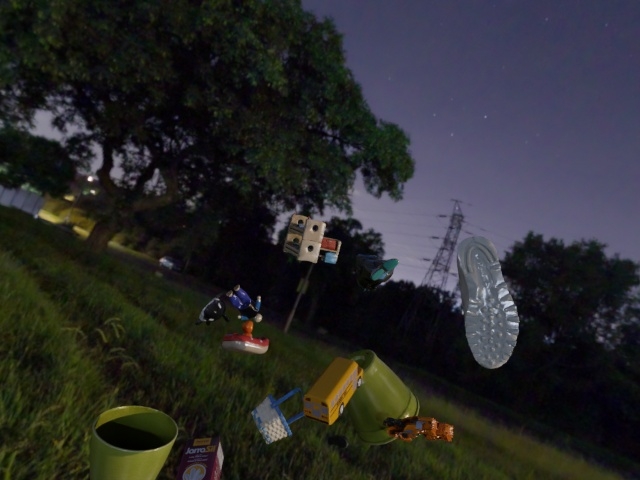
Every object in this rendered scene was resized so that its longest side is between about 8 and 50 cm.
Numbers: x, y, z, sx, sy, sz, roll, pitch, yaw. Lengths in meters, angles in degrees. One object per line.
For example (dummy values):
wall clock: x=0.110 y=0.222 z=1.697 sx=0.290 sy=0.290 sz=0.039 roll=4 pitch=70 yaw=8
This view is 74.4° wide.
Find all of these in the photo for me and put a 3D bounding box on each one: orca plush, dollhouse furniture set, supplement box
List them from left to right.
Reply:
supplement box: x=-0.347 y=0.668 z=1.208 sx=0.104 sy=0.081 sz=0.188 roll=-5 pitch=22 yaw=-1
orca plush: x=-0.411 y=0.303 z=1.658 sx=0.102 sy=0.151 sz=0.287 roll=40 pitch=-33 yaw=-2
dollhouse furniture set: x=0.000 y=0.000 z=1.337 sx=0.183 sy=0.129 sz=0.129 roll=12 pitch=5 yaw=-27

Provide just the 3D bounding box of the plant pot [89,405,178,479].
plant pot: x=-0.668 y=0.774 z=1.446 sx=0.274 sy=0.294 sz=0.275 roll=17 pitch=3 yaw=-1

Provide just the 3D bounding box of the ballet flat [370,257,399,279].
ballet flat: x=0.218 y=0.092 z=1.450 sx=0.041 sy=0.114 sz=0.041 roll=47 pitch=17 yaw=-19

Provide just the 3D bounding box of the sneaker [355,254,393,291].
sneaker: x=0.212 y=0.140 z=1.665 sx=0.125 sy=0.140 sz=0.341 roll=4 pitch=3 yaw=-2

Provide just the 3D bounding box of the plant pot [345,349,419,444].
plant pot: x=0.259 y=0.768 z=2.161 sx=0.353 sy=0.366 sz=0.366 roll=59 pitch=-17 yaw=-12

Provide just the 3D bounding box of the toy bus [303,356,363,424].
toy bus: x=0.057 y=0.552 z=1.597 sx=0.108 sy=0.130 sz=0.332 roll=6 pitch=19 yaw=26

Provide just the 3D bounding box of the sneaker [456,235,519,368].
sneaker: x=0.300 y=0.112 z=0.776 sx=0.090 sy=0.235 sz=0.095 roll=-4 pitch=-14 yaw=9

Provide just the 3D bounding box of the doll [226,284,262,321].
doll: x=-0.307 y=0.274 z=1.779 sx=0.189 sy=0.129 sz=0.046 roll=56 pitch=-13 yaw=-23

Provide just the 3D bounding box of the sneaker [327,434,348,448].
sneaker: x=0.099 y=0.928 z=1.956 sx=0.089 sy=0.051 sz=0.170 roll=14 pitch=-23 yaw=-32

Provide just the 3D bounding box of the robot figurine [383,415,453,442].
robot figurine: x=0.413 y=0.822 z=1.837 sx=0.211 sy=0.085 sz=0.291 roll=30 pitch=-38 yaw=-28

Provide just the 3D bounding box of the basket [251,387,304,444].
basket: x=-0.213 y=0.936 z=2.284 sx=0.201 sy=0.289 sz=0.255 roll=50 pitch=-24 yaw=48

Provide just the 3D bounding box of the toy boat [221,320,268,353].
toy boat: x=-0.347 y=0.454 z=1.997 sx=0.151 sy=0.151 sz=0.231 roll=-12 pitch=-29 yaw=36
